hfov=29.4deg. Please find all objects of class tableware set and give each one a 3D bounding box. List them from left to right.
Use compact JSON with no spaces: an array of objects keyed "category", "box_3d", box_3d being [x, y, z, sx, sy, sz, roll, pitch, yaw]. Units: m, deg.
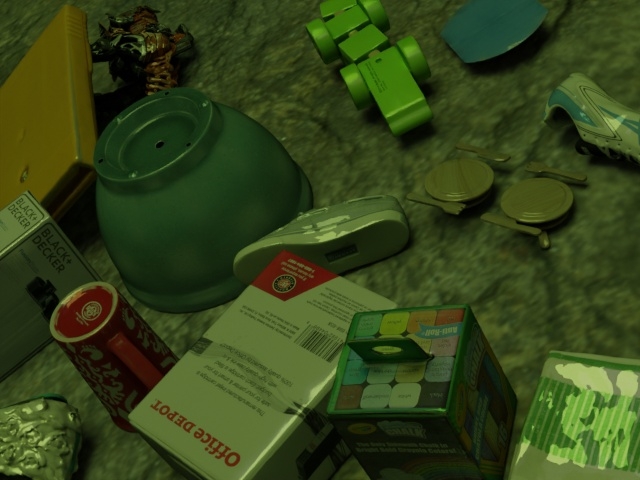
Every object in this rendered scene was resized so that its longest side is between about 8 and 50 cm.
[{"category":"tableware set","box_3d":[0.216,-0.051,1.490,0.194,0.039,0.128,18,48,34]}]

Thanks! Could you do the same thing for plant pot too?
[{"category":"plant pot","box_3d":[-0.180,-0.078,1.625,0.293,0.196,0.293,-16,43,15]}]

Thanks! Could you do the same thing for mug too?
[{"category":"mug","box_3d":[-0.226,0.135,1.456,0.150,0.169,0.113,-2,48,29]}]

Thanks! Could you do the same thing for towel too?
[{"category":"towel","box_3d":[0.282,0.248,1.150,0.248,0.038,0.324,3,50,31]}]

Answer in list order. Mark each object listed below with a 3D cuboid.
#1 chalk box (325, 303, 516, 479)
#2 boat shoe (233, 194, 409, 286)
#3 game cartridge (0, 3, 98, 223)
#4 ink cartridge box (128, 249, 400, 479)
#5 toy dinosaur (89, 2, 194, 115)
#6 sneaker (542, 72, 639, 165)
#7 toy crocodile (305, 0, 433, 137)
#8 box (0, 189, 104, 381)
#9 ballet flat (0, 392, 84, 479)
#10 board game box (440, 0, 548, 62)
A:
[{"category":"chalk box","box_3d":[0.097,0.150,1.220,0.132,0.213,0.132,-4,47,27]},{"category":"boat shoe","box_3d":[0.000,-0.001,1.542,0.228,0.079,0.081,-16,36,7]},{"category":"game cartridge","box_3d":[-0.423,-0.148,1.813,0.285,0.053,0.323,-42,43,33]},{"category":"ink cartridge box","box_3d":[-0.048,0.167,1.363,0.197,0.114,0.273,25,63,42]},{"category":"toy dinosaur","box_3d":[-0.305,-0.292,1.960,0.218,0.164,0.322,-16,18,-8]},{"category":"sneaker","box_3d":[0.362,-0.121,1.453,0.086,0.085,0.237,-57,45,9]},{"category":"toy crocodile","box_3d":[0.073,-0.257,1.743,0.115,0.105,0.340,-30,45,0]},{"category":"box","box_3d":[-0.448,0.090,1.632,0.290,0.169,0.087,-39,41,-12]},{"category":"ballet flat","box_3d":[-0.476,0.296,1.474,0.409,0.147,0.147,-18,42,12]},{"category":"board game box","box_3d":[0.248,-0.296,1.724,0.133,0.033,0.168,-33,36,4]}]
